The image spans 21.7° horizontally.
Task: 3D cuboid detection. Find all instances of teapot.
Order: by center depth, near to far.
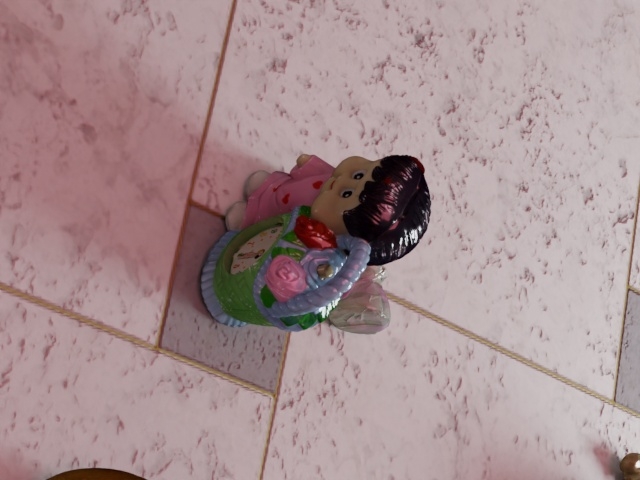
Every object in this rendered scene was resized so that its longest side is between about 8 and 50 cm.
[{"bbox_3d":[0.044,0.060,1.698,0.083,0.064,0.064,62,31,-59],"label":"teapot"}]

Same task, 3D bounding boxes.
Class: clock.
[{"bbox_3d":[0.000,0.000,1.573,0.100,0.195,0.194,50,52,-28],"label":"clock"}]

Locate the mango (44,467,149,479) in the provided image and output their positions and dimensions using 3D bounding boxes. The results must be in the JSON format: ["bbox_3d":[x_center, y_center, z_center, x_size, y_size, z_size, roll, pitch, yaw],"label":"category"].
[{"bbox_3d":[-0.142,0.322,1.413,0.287,0.153,0.201,44,65,-25],"label":"mango"}]

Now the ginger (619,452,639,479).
[{"bbox_3d":[0.389,0.331,1.964,0.069,0.051,0.173,-11,84,-45],"label":"ginger"}]
